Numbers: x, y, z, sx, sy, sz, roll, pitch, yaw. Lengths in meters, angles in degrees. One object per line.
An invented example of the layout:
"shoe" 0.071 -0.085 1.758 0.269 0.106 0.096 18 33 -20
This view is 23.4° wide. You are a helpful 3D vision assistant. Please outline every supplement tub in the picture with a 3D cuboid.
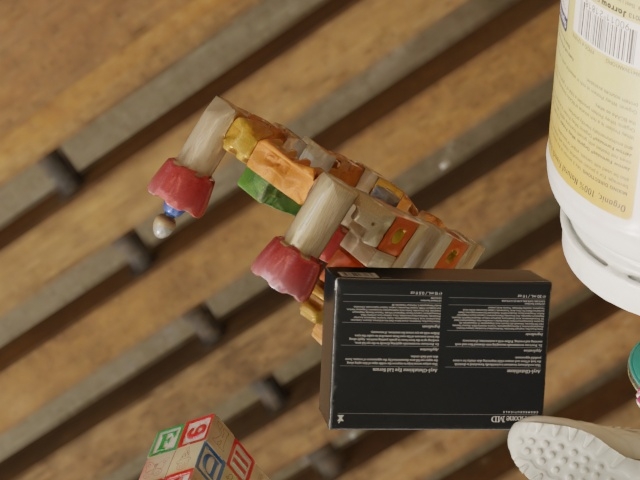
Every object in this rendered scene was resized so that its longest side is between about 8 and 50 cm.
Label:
"supplement tub" 0.283 -0.118 1.118 0.228 0.228 0.316 -105 11 -52

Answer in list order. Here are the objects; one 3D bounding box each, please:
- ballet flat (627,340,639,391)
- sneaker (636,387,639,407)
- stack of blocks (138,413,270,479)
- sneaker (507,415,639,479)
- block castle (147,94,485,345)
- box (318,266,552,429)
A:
"ballet flat" 0.548 0.209 1.948 0.348 0.123 0.123 17 158 46
"sneaker" 0.333 0.163 1.286 0.075 0.063 0.170 46 175 -23
"stack of blocks" -0.093 0.365 1.761 0.297 0.087 0.171 53 -147 -27
"sneaker" 0.317 0.242 1.716 0.235 0.090 0.095 18 -156 -6
"block castle" 0.000 0.000 2.139 0.303 0.213 0.453 37 -171 32
"box" 0.135 0.129 1.854 0.103 0.261 0.184 -140 52 -80
